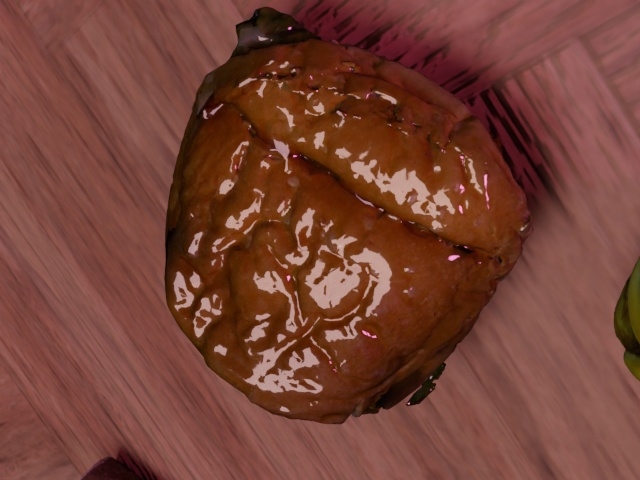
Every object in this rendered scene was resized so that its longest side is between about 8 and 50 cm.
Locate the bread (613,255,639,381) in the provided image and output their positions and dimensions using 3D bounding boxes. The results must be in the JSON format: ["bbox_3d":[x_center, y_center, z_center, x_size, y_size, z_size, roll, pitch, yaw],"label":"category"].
[{"bbox_3d":[0.197,0.048,0.421,0.139,0.071,0.130,40,140,11],"label":"bread"}]

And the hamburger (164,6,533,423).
[{"bbox_3d":[0.000,0.000,0.508,0.183,0.130,0.206,33,132,14],"label":"hamburger"}]

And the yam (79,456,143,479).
[{"bbox_3d":[-0.151,0.254,0.836,0.141,0.079,0.079,35,134,18],"label":"yam"}]
